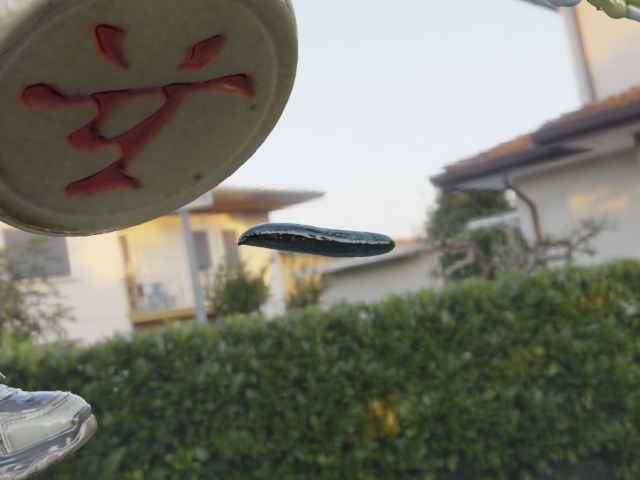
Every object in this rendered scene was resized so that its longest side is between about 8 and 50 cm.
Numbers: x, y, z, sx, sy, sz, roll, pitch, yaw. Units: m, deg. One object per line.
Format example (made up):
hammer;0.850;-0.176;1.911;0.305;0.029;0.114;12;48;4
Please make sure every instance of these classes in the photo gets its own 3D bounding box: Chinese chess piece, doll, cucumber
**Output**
Chinese chess piece;-0.135;-0.113;0.632;0.250;0.103;0.249;-26;-30;-16
doll;0.315;-0.292;1.101;0.163;0.106;0.062;7;-36;-23
cucumber;0.000;0.000;1.054;0.184;0.033;0.036;6;-4;-23

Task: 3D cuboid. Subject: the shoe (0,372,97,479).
shoe;-0.237;0.115;0.632;0.180;0.092;0.089;-15;4;5
